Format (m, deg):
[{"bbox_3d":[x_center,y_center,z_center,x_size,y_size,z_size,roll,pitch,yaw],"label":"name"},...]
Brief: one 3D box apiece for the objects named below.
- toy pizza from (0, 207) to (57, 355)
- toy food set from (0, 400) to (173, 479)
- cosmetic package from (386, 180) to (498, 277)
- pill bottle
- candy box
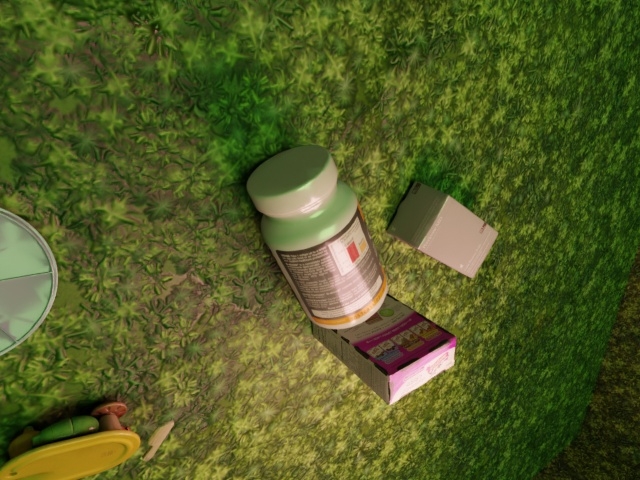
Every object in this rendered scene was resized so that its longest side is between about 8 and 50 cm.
[{"bbox_3d":[-0.414,0.050,0.487,0.201,0.032,0.201,-14,113,-37],"label":"toy pizza"},{"bbox_3d":[-0.345,0.291,0.637,0.217,0.071,0.128,1,133,-35],"label":"toy food set"},{"bbox_3d":[0.267,-0.019,0.928,0.238,0.107,0.127,21,99,-44],"label":"cosmetic package"},{"bbox_3d":[0.000,0.000,0.696,0.162,0.162,0.279,-38,128,-18],"label":"pill bottle"},{"bbox_3d":[0.109,0.180,0.810,0.159,0.233,0.071,-19,120,-28],"label":"candy box"}]
